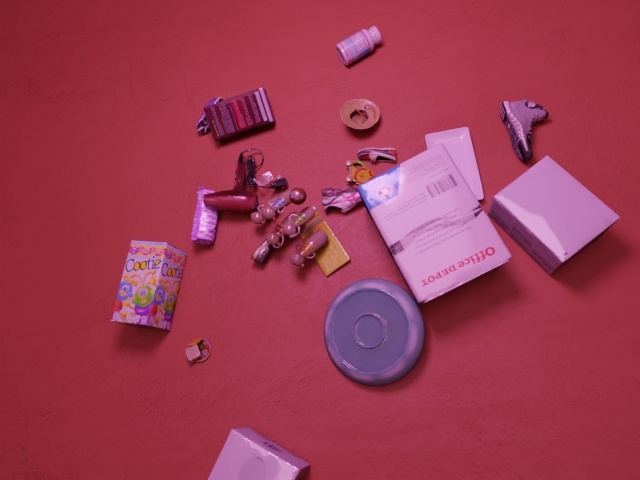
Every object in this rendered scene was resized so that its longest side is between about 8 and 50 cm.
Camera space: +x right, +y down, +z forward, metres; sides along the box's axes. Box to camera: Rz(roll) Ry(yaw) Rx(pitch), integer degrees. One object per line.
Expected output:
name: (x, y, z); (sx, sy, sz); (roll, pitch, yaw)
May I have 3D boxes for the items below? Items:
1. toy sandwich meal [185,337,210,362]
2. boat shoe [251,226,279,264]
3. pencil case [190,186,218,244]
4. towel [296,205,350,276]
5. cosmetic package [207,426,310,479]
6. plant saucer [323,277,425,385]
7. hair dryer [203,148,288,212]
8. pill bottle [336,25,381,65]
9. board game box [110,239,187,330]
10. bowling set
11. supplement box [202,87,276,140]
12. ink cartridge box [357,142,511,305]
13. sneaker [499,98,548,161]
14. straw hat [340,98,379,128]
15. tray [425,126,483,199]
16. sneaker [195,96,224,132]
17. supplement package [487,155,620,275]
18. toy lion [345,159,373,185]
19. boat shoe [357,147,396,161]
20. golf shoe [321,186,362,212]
toy sandwich meal: (-0.402, 0.360, 1.468); (0.085, 0.029, 0.086); (-4, 70, 12)
boat shoe: (-0.174, 0.017, 1.526); (0.049, 0.056, 0.152); (41, 75, -4)
pencil case: (-0.412, -0.086, 1.595); (0.086, 0.088, 0.206); (-5, 71, 14)
towel: (0.000, 0.000, 1.507); (0.102, 0.021, 0.237); (-36, 68, 5)
cosmetic package: (-0.185, 0.682, 1.246); (0.224, 0.138, 0.225); (22, 76, 19)
plant saucer: (0.147, 0.268, 1.328); (0.317, 0.043, 0.318); (-5, 77, 24)
hair dryer: (-0.285, -0.193, 1.600); (0.293, 0.080, 0.223); (-33, 63, -23)
pill bottle: (0.146, -0.740, 1.693); (0.160, 0.087, 0.087); (-30, 67, 1)
board game box: (-0.578, 0.154, 1.521); (0.144, 0.142, 0.275); (3, 72, 14)
bowling set: (-0.118, -0.076, 1.431); (0.287, 0.200, 0.154); (35, 63, 25)
supplement box: (-0.304, -0.473, 1.686); (0.239, 0.073, 0.130); (-16, 101, 7)
ink cartridge box: (0.328, -0.040, 1.341); (0.285, 0.166, 0.395); (-27, 74, 4)
sneaker: (0.678, -0.369, 1.441); (0.132, 0.086, 0.229); (-13, 68, 6)
straw hat: (0.138, -0.435, 1.602); (0.144, 0.061, 0.145); (2, 66, -4)
tray: (0.440, -0.243, 1.480); (0.145, 0.030, 0.271); (-8, 69, 10)
sneaker: (-0.441, -0.496, 1.770); (0.071, 0.068, 0.170); (17, 67, 34)
supplement package: (0.667, -0.073, 1.305); (0.204, 0.145, 0.262); (-37, 68, -1)
toy lion: (0.136, -0.231, 1.550); (0.096, 0.034, 0.100); (-2, 70, 5)
boat shoe: (0.194, -0.292, 1.548); (0.136, 0.049, 0.043); (0, 73, 8)
golf shoe: (0.097, -0.138, 1.515); (0.186, 0.067, 0.086); (-1, 102, 8)
